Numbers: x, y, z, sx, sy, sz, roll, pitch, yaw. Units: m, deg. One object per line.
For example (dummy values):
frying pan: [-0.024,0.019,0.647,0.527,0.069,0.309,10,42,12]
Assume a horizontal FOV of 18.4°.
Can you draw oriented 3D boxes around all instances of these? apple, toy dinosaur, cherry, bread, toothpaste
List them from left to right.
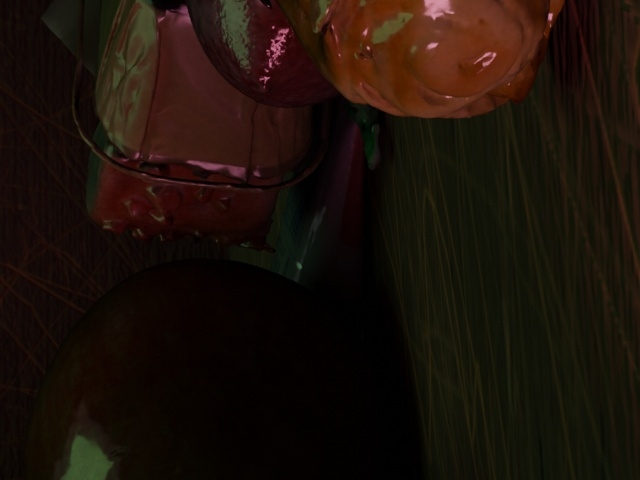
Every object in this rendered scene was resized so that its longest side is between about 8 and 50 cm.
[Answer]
bread: [-0.064,-0.105,0.969,0.212,0.142,0.224,111,164,-52]
apple: [-0.054,0.105,0.974,0.174,0.188,0.188,-111,14,-50]
bread: [-0.029,-0.189,0.568,0.084,0.077,0.367,11,-132,-55]
cherry: [-0.011,-0.142,0.813,0.107,0.090,0.225,77,-169,-48]
toothpaste: [0.000,0.000,1.044,0.089,0.057,0.234,-106,18,-52]
toy dinosaur: [0.018,-0.072,0.891,0.083,0.021,0.062,82,179,-53]
